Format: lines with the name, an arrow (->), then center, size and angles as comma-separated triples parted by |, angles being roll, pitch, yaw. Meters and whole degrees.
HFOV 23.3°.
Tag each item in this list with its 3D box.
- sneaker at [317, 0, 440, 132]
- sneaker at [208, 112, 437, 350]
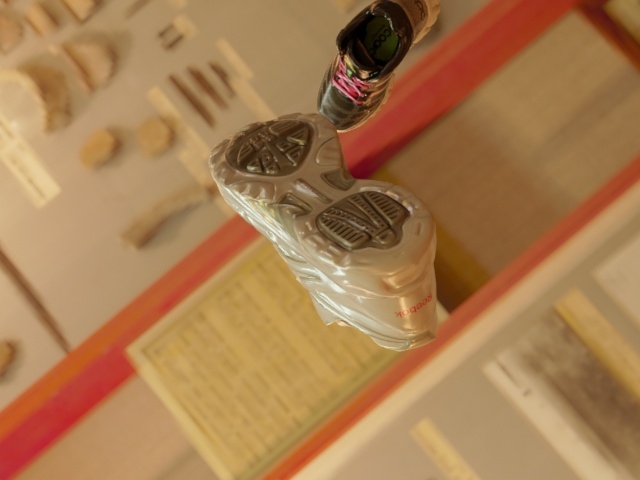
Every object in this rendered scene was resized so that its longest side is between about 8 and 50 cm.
sneaker -> 0.037, -0.156, 1.356 | 0.063, 0.170, 0.075 | 44, -142, 9
sneaker -> 0.000, 0.000, 1.001 | 0.232, 0.090, 0.115 | 48, 159, 51
